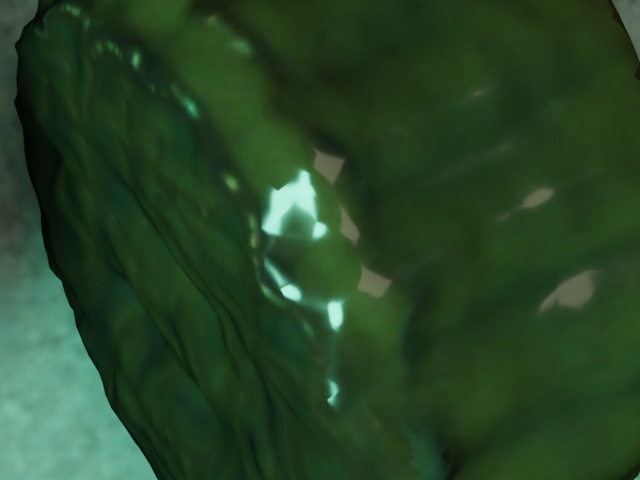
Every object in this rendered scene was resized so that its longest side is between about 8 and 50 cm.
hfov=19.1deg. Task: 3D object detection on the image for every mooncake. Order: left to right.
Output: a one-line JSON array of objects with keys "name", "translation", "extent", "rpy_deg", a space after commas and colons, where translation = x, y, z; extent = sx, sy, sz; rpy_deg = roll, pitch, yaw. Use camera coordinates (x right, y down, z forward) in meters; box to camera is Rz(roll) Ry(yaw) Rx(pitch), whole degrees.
[{"name": "mooncake", "translation": [0.000, 0.000, 0.737], "extent": [0.161, 0.290, 0.290], "rpy_deg": [-25, 95, -26]}]
